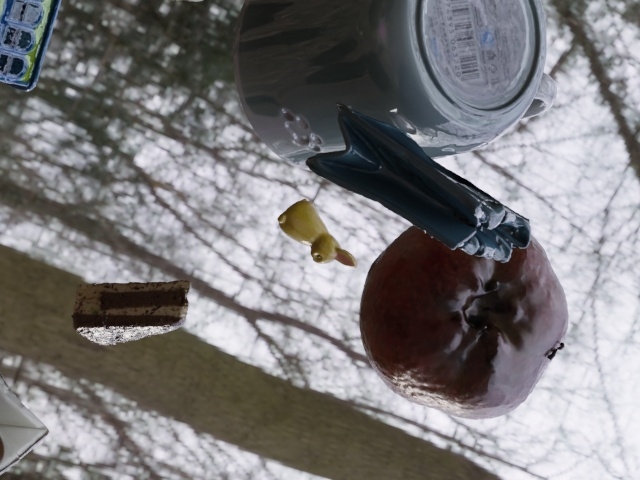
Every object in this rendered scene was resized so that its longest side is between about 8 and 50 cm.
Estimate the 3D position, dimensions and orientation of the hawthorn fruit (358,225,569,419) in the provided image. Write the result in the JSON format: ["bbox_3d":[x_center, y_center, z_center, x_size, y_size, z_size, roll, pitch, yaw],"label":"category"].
[{"bbox_3d":[0.178,0.091,1.644,0.285,0.284,0.369,-64,-164,4],"label":"hawthorn fruit"}]

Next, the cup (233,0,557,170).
[{"bbox_3d":[0.122,-0.199,1.314,0.274,0.356,0.259,0,-104,54],"label":"cup"}]

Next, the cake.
[{"bbox_3d":[-0.398,0.135,2.403,0.246,0.135,0.112,-15,-119,36],"label":"cake"}]

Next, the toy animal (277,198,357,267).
[{"bbox_3d":[-0.002,0.002,2.079,0.159,0.083,0.070,44,-64,8],"label":"toy animal"}]

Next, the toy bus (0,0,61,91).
[{"bbox_3d":[-0.441,-0.373,1.549,0.152,0.190,0.312,25,-80,36],"label":"toy bus"}]

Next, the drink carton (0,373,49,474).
[{"bbox_3d":[-0.408,0.098,1.029,0.132,0.324,0.194,-37,-178,-42],"label":"drink carton"}]

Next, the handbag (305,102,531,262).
[{"bbox_3d":[0.098,-0.041,1.051,0.179,0.229,0.062,35,-80,17],"label":"handbag"}]
